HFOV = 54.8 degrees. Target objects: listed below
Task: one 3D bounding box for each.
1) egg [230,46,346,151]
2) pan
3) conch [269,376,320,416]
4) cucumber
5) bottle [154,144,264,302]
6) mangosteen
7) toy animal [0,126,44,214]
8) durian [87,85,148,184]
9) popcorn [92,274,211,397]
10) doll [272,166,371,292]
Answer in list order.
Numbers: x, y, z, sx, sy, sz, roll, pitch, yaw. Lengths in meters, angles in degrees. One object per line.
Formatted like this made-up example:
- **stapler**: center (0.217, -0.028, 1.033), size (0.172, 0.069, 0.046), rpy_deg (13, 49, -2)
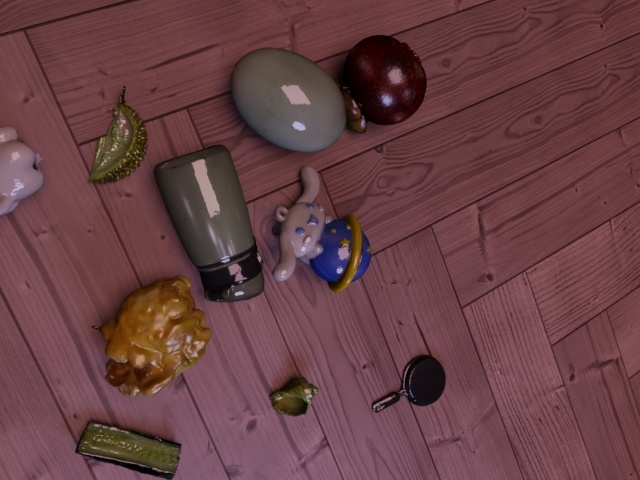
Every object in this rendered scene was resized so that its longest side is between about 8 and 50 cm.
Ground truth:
- **egg**: center (-0.069, -0.312, 1.381), size (0.282, 0.203, 0.203), rpy_deg (34, 76, -19)
- **pan**: center (0.236, 0.390, 1.615), size (0.235, 0.028, 0.136), rpy_deg (-24, 99, -23)
- **conch**: center (-0.058, 0.371, 1.453), size (0.121, 0.074, 0.089), rpy_deg (-16, 58, -2)
- **cucumber**: center (-0.405, 0.447, 1.306), size (0.211, 0.062, 0.078), rpy_deg (21, 47, -17)
- **bottle**: center (-0.226, -0.024, 1.335), size (0.168, 0.168, 0.347), rpy_deg (-23, 104, -23)
- **mangosteen**: center (0.128, -0.362, 1.488), size (0.257, 0.215, 0.215), rpy_deg (-42, 109, 13)
- **toy animal**: center (-0.635, -0.142, 1.161), size (0.178, 0.127, 0.193), rpy_deg (-45, 108, -16)
- **durian**: center (-0.413, -0.211, 1.295), size (0.100, 0.086, 0.215), rpy_deg (20, 83, -9)
- **popcorn**: center (-0.336, 0.202, 1.278), size (0.191, 0.190, 0.253), rpy_deg (44, 82, 13)
- **doll**: center (0.000, -0.018, 1.462), size (0.242, 0.159, 0.311), rpy_deg (6, 63, -12)
